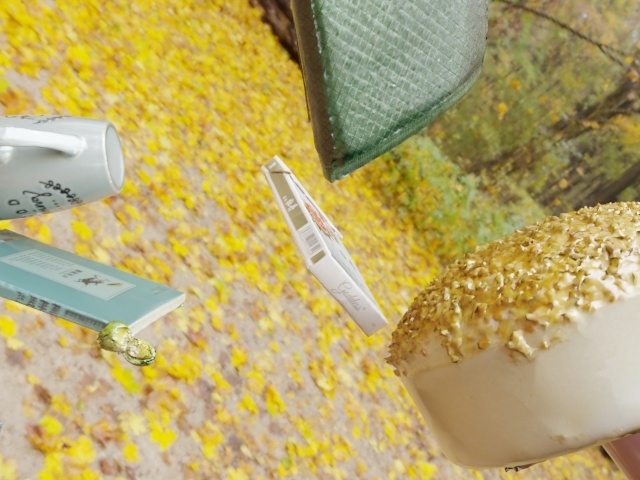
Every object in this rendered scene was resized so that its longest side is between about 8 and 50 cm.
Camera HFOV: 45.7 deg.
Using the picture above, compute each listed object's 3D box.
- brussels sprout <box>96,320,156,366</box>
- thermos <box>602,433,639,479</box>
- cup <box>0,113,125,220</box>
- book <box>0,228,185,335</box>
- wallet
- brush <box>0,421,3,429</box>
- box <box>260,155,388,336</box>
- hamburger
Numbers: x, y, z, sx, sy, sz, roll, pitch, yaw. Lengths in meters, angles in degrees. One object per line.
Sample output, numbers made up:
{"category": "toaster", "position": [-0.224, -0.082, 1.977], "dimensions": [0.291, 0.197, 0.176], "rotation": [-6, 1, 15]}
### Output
{"category": "brussels sprout", "position": [-0.272, 0.148, 1.068], "dimensions": [0.083, 0.046, 0.051], "rotation": [42, -10, -13]}
{"category": "thermos", "position": [0.414, 0.234, 0.937], "dimensions": [0.330, 0.136, 0.109], "rotation": [57, -29, 18]}
{"category": "cup", "position": [-0.486, -0.145, 1.332], "dimensions": [0.258, 0.234, 0.186], "rotation": [76, 8, -80]}
{"category": "book", "position": [-0.442, 0.063, 1.279], "dimensions": [0.380, 0.031, 0.264], "rotation": [19, 12, 9]}
{"category": "wallet", "position": [0.040, -0.165, 0.447], "dimensions": [0.055, 0.160, 0.236], "rotation": [29, -33, 34]}
{"category": "brush", "position": [-0.522, 0.346, 1.103], "dimensions": [0.083, 0.205, 0.011], "rotation": [7, 24, -31]}
{"category": "box", "position": [0.000, 0.000, 0.750], "dimensions": [0.109, 0.029, 0.198], "rotation": [51, 7, -35]}
{"category": "hamburger", "position": [0.192, 0.070, 0.624], "dimensions": [0.294, 0.276, 0.179], "rotation": [44, 23, -76]}
